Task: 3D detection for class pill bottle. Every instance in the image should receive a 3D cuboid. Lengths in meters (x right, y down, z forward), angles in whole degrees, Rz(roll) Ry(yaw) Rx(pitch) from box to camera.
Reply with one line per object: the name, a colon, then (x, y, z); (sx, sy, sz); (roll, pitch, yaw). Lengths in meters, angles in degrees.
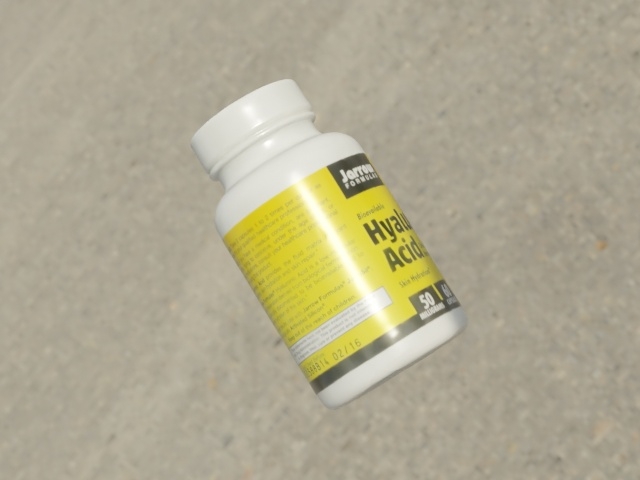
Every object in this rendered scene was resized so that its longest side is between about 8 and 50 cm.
pill bottle: (0.000, 0.000, 0.603); (0.065, 0.116, 0.065); (-32, -6, -4)
